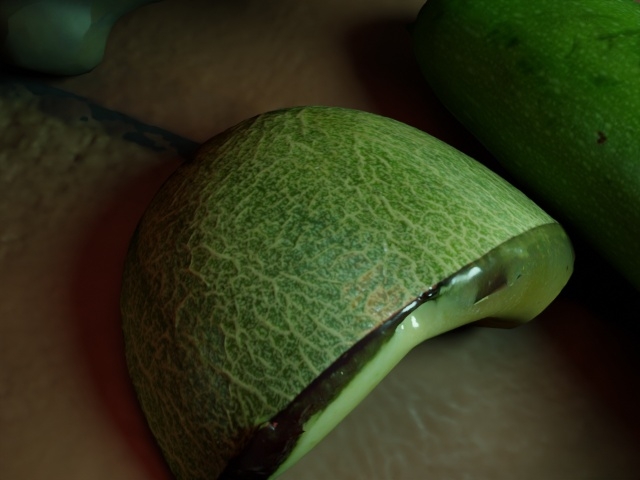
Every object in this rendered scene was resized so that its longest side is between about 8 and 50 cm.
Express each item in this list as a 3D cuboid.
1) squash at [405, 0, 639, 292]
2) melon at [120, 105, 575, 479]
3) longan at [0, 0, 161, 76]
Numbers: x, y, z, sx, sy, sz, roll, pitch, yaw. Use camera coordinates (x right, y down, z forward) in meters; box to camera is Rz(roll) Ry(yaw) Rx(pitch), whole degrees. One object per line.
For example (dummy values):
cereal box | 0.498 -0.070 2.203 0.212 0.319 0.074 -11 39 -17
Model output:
squash | 0.134 -0.006 0.596 0.082 0.082 0.292 -27 56 -25
melon | 0.000 0.000 0.586 0.160 0.079 0.128 -34 67 -28
longan | -0.084 -0.160 0.649 0.184 0.204 0.159 11 3 34
